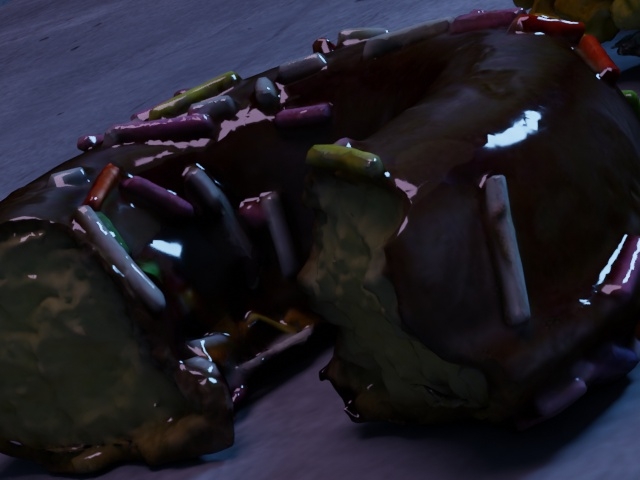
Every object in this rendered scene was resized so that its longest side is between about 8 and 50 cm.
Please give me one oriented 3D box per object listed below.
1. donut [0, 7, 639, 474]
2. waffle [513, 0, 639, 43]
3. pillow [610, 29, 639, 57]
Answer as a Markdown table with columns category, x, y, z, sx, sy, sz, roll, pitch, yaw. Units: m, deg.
| category | x | y | z | sx | sy | sz | roll | pitch | yaw |
| --- | --- | --- | --- | --- | --- | --- | --- | --- | --- |
| donut | 0.009 | -0.010 | 0.821 | 0.345 | 0.136 | 0.259 | -5 | 25 | 41 |
| waffle | 0.210 | -0.258 | 1.144 | 0.301 | 0.058 | 0.282 | -51 | 27 | 34 |
| pillow | 0.289 | -0.150 | 1.101 | 0.232 | 0.038 | 0.130 | -21 | 6 | -5 |
